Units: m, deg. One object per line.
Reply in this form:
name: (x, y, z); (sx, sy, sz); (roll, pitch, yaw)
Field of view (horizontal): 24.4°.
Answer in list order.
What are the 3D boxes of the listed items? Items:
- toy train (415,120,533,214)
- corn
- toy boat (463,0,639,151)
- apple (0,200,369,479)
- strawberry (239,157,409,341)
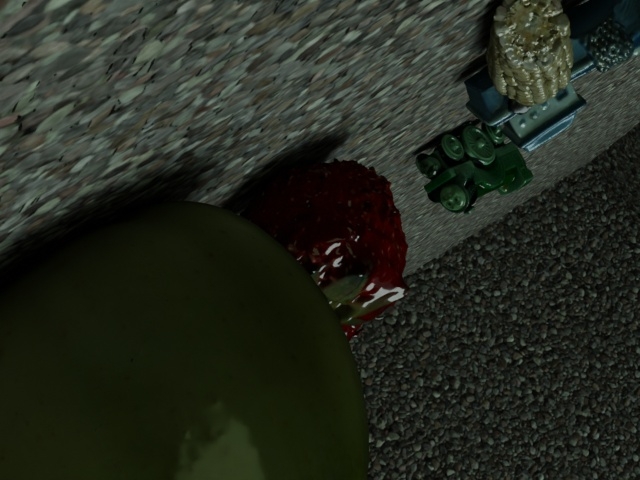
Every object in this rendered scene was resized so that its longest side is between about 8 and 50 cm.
toy train: (0.194, -0.093, 1.906); (0.071, 0.105, 0.178); (-34, 174, 40)
corn: (0.198, -0.177, 1.384); (0.087, 0.087, 0.211); (-34, 175, 4)
toy boat: (0.269, -0.181, 1.547); (0.238, 0.098, 0.109); (-34, -155, 0)
apple: (-0.131, 0.152, 1.182); (0.357, 0.357, 0.357); (-33, 174, -4)
strawberry: (0.000, 0.000, 1.432); (0.184, 0.187, 0.201); (-4, -137, 23)
